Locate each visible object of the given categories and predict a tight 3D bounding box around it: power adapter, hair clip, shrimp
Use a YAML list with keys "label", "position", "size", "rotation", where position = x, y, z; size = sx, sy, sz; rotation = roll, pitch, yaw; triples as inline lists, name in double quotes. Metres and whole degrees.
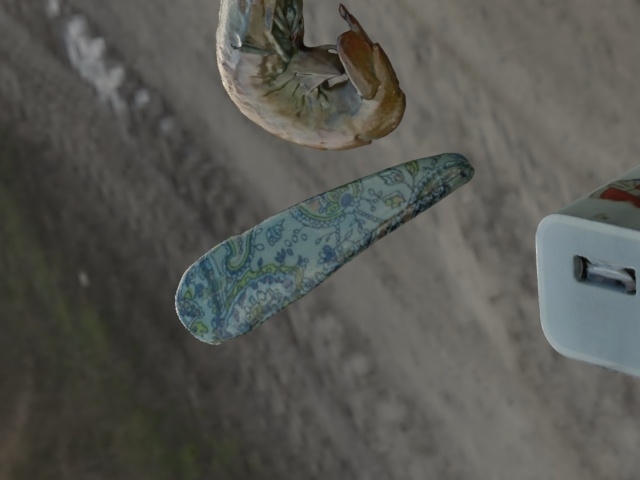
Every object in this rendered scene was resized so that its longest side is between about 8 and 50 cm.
- label: "power adapter"
  position: [0.282, 0.009, 1.466]
  size: [0.130, 0.205, 0.125]
  rotation: [13, 119, 40]
- label: "hair clip"
  position: [-0.001, 0.000, 1.251]
  size: [0.066, 0.229, 0.036]
  rotation: [66, -170, 24]
- label: "shrimp"
  position: [-0.016, -0.146, 1.335]
  size: [0.150, 0.068, 0.249]
  rotation: [10, 148, 20]
